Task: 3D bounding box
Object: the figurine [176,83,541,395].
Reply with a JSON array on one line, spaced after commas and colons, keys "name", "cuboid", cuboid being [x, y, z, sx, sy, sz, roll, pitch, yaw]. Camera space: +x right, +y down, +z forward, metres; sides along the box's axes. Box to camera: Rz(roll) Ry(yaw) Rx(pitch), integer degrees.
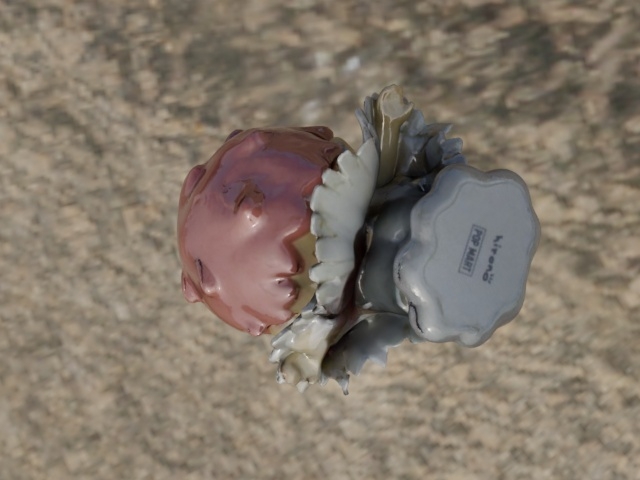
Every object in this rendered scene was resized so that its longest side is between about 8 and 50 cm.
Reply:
[{"name": "figurine", "cuboid": [0.000, 0.000, 1.115, 0.387, 0.166, 0.207, 5, 79, 62]}]
